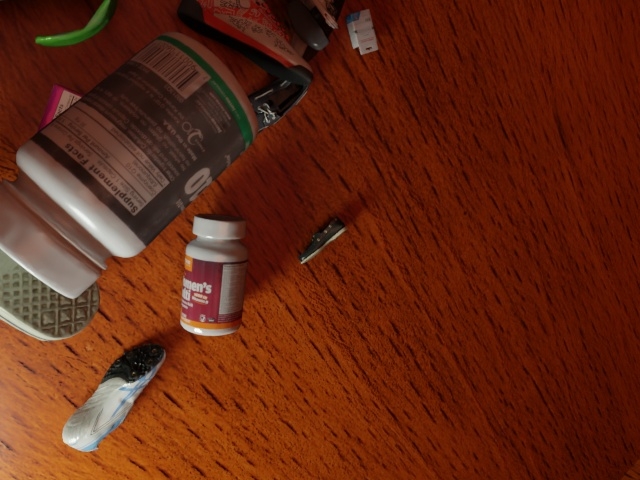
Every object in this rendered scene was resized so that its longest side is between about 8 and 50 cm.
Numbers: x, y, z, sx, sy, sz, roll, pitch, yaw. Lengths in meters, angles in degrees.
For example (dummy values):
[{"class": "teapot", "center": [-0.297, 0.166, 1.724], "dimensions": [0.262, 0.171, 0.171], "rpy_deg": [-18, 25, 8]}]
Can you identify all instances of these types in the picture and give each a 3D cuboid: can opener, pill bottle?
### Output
[{"class": "can opener", "center": [-0.059, -0.481, 0.847], "dimensions": [0.093, 0.074, 0.280], "rpy_deg": [-33, 84, 19]}, {"class": "pill bottle", "center": [-0.206, 0.064, 0.923], "dimensions": [0.121, 0.121, 0.221], "rpy_deg": [3, 100, -25]}, {"class": "pill bottle", "center": [-0.278, -0.108, 0.672], "dimensions": [0.361, 0.204, 0.204], "rpy_deg": [-48, 115, -17]}]

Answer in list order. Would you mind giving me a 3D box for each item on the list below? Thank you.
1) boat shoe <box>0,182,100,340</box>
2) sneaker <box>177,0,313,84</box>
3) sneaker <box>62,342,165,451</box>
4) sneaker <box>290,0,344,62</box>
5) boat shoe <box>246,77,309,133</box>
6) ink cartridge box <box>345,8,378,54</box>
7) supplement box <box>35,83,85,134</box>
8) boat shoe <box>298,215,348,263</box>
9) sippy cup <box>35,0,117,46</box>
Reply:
[{"class": "boat shoe", "center": [-0.535, -0.034, 0.680], "dimensions": [0.187, 0.156, 0.500], "rpy_deg": [-56, 137, -30]}, {"class": "sneaker", "center": [-0.110, -0.409, 0.862], "dimensions": [0.270, 0.090, 0.145], "rpy_deg": [26, 88, -9]}, {"class": "sneaker", "center": [-0.391, 0.302, 0.920], "dimensions": [0.237, 0.085, 0.086], "rpy_deg": [-48, 142, -12]}, {"class": "sneaker", "center": [-0.015, -0.498, 0.927], "dimensions": [0.123, 0.106, 0.290], "rpy_deg": [26, 98, 7]}, {"class": "boat shoe", "center": [-0.105, -0.268, 0.932], "dimensions": [0.206, 0.065, 0.075], "rpy_deg": [-41, 114, -12]}, {"class": "ink cartridge box", "center": [0.089, -0.443, 1.005], "dimensions": [0.048, 0.028, 0.083], "rpy_deg": [-24, 109, -18]}, {"class": "supplement box", "center": [-0.356, -0.168, 0.813], "dimensions": [0.220, 0.111, 0.114], "rpy_deg": [22, 91, -26]}, {"class": "boat shoe", "center": [0.000, 0.000, 1.050], "dimensions": [0.133, 0.049, 0.042], "rpy_deg": [-42, 86, -4]}, {"class": "sippy cup", "center": [-0.440, -0.454, 0.667], "dimensions": [0.224, 0.240, 0.305], "rpy_deg": [-22, 70, -8]}]
